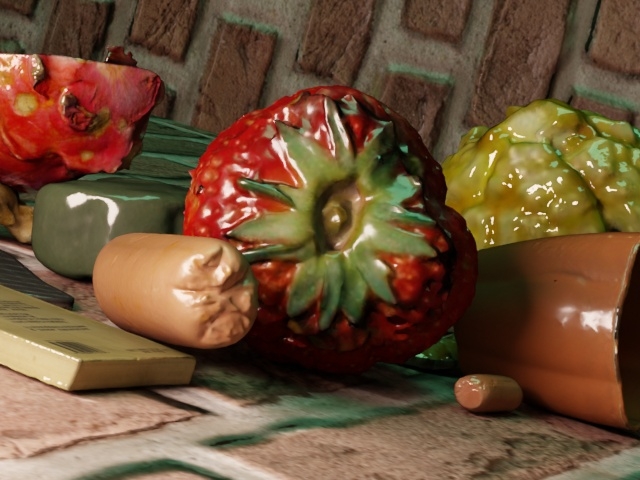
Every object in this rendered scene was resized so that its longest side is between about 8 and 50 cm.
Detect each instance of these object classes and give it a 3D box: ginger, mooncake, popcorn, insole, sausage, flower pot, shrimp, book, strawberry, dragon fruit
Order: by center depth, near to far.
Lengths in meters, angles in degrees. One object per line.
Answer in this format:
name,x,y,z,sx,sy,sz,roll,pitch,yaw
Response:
book,-0.228,0.065,1.409,0.231,0.026,0.161,18,7,28
sausage,-0.117,0.037,1.474,0.086,0.086,0.289,12,-4,-20
sausage,0.146,0.132,1.636,0.034,0.034,0.083,19,7,33
strawberry,0.000,0.000,1.643,0.239,0.250,0.288,-21,-1,-9
insole,-0.308,0.017,1.703,0.110,0.012,0.309,12,6,-32
flower pot,0.223,0.078,1.738,0.173,0.190,0.191,3,0,27
mooncake,-0.194,-0.010,1.793,0.175,0.104,0.168,6,11,-39
dragon fruit,-0.242,-0.114,1.825,0.161,0.126,0.274,-6,-7,27
ginger,-0.350,-0.046,1.827,0.193,0.052,0.176,47,22,-11
shrimp,0.080,0.067,1.845,0.148,0.035,0.195,-14,41,-41
popcorn,0.258,-0.014,2.169,0.335,0.274,0.279,-33,4,46
